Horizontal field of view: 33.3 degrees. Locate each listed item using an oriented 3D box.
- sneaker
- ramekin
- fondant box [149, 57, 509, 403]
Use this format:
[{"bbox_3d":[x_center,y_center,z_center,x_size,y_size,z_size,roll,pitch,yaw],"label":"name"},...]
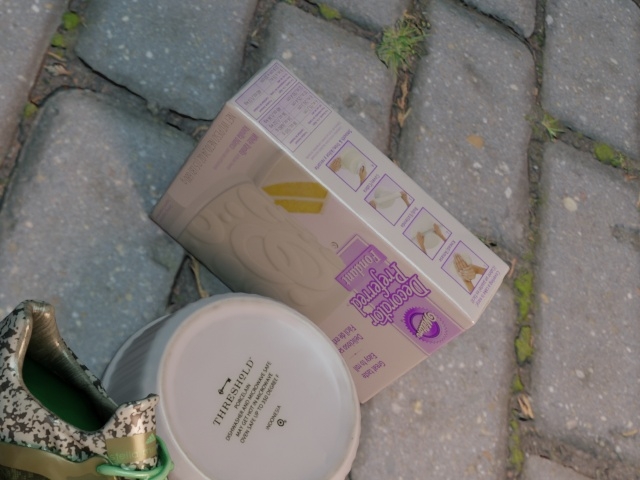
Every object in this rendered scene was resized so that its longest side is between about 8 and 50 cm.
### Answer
[{"bbox_3d":[-0.183,0.218,0.919,0.410,0.182,0.158,45,29,7],"label":"sneaker"},{"bbox_3d":[-0.082,0.177,1.075,0.273,0.127,0.273,14,57,-23],"label":"ramekin"},{"bbox_3d":[0.000,0.000,1.153,0.330,0.238,0.096,41,51,-3],"label":"fondant box"}]
